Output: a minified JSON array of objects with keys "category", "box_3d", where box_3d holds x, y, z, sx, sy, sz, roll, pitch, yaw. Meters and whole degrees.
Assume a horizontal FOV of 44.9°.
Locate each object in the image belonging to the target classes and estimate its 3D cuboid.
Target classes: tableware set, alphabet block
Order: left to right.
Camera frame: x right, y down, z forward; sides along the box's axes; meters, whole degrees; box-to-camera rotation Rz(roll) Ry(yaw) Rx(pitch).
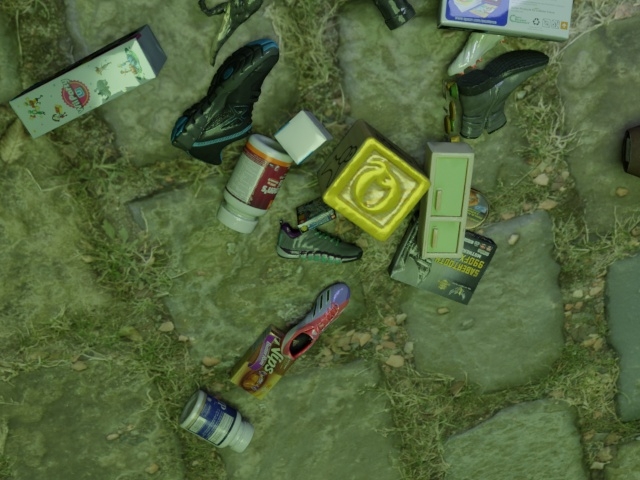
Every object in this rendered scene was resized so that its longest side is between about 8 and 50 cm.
[{"category":"alphabet block","box_3d":[0.121,-0.146,1.850,0.193,0.197,0.192,33,106,-15]},{"category":"tableware set","box_3d":[0.317,-0.305,1.852,0.024,0.104,0.154,-7,112,-3]}]

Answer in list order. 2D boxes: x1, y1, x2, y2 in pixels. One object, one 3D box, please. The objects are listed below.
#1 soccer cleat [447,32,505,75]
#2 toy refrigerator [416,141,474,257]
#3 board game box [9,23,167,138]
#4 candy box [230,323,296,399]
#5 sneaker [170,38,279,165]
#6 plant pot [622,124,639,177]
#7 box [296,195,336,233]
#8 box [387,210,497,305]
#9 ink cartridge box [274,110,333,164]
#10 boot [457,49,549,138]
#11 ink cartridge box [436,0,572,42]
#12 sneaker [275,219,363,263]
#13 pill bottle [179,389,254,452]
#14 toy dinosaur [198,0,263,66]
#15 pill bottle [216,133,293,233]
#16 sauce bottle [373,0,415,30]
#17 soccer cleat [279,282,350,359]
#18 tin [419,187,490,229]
[{"category":"soccer cleat","box_3d":[0.368,-0.464,1.818,0.196,0.068,0.076,-39,101,5]},{"category":"toy refrigerator","box_3d":[0.300,-0.095,1.870,0.102,0.094,0.270,1,115,-4]},{"category":"board game box","box_3d":[-0.503,-0.356,1.712,0.303,0.224,0.098,-27,112,6]},{"category":"candy box","box_3d":[-0.147,0.330,2.095,0.109,0.053,0.187,36,106,-16]},{"category":"sneaker","box_3d":[-0.201,-0.324,1.815,0.139,0.125,0.341,35,113,-29]},{"category":"plant pot","box_3d":[0.866,-0.219,1.885,0.230,0.215,0.216,2,112,11]},{"category":"box","box_3d":[-0.012,-0.068,1.904,0.093,0.137,0.027,-24,110,6]},{"category":"box","box_3d":[0.315,0.047,2.014,0.230,0.056,0.183,21,108,-11]},{"category":"ink cartridge box","box_3d":[-0.037,-0.245,1.839,0.092,0.143,0.090,-40,91,11]},{"category":"boot","box_3d":[0.434,-0.351,1.864,0.246,0.083,0.161,-24,132,-10]},{"category":"ink cartridge box","box_3d":[0.425,-0.620,1.744,0.303,0.072,0.308,5,92,-5]},{"category":"sneaker","box_3d":[0.000,0.000,1.963,0.223,0.083,0.098,3,106,-4]},{"category":"pill bottle","box_3d":[-0.281,0.502,2.121,0.186,0.112,0.112,34,105,-16]},{"category":"toy dinosaur","box_3d":[-0.206,-0.529,1.755,0.118,0.064,0.268,36,108,-23]},{"category":"pill bottle","box_3d":[-0.162,-0.136,1.875,0.121,0.121,0.221,24,108,-12]},{"category":"sauce bottle","box_3d":[0.094,-0.629,1.710,0.111,0.111,0.344,-33,112,9]},{"category":"soccer cleat","box_3d":[-0.007,0.214,2.016,0.248,0.095,0.083,-44,108,-5]},{"category":"tin","box_3d":[0.339,-0.095,1.972,0.189,0.040,0.106,21,104,-11]}]
